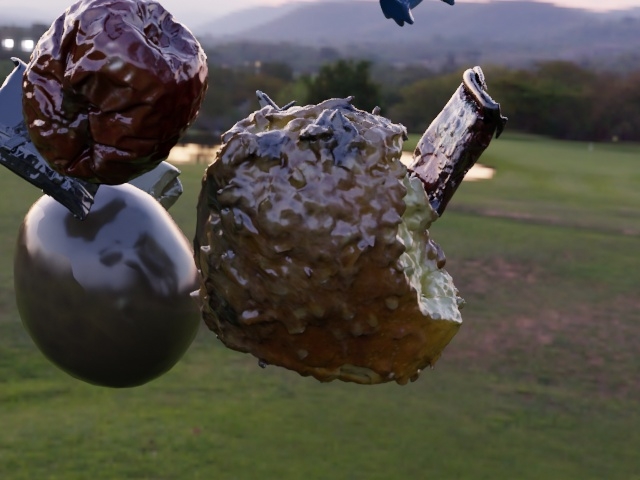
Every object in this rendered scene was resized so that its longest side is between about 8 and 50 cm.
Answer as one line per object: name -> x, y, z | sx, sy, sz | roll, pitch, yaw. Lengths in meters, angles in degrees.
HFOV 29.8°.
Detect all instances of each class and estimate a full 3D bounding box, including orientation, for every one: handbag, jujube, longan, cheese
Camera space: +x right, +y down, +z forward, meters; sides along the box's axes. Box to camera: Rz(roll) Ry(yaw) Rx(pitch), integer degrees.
handbag -> -0.467, -0.175, 2.074 | 0.254, 0.211, 0.088 | 33, -35, -15
jujube -> -0.256, -0.189, 1.487 | 0.232, 0.213, 0.213 | -42, -19, 32
longan -> -0.398, 0.081, 2.239 | 0.336, 0.405, 0.404 | -30, 28, -32
cheese -> -0.396, -0.101, 2.611 | 0.202, 0.091, 0.175 | -37, 61, -19

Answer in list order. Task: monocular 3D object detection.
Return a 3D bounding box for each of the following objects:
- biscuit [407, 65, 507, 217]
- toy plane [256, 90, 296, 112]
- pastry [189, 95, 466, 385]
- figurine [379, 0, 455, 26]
biscuit -> 0.187, -0.137, 1.779 | 0.063, 0.235, 0.151 | 21, 22, -33
toy plane -> -0.025, -0.142, 1.799 | 0.082, 0.234, 0.160 | -32, 34, -16
pastry -> -0.010, 0.010, 1.547 | 0.337, 0.405, 0.292 | -11, 36, 19
figurine -> 0.107, -0.489, 1.837 | 0.298, 0.243, 0.416 | 33, 19, 1
